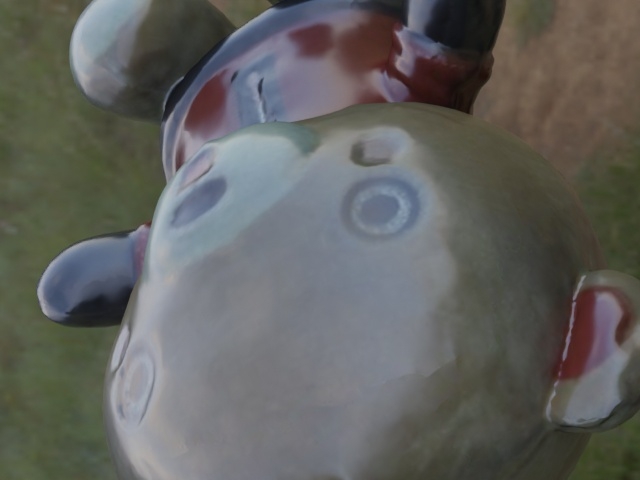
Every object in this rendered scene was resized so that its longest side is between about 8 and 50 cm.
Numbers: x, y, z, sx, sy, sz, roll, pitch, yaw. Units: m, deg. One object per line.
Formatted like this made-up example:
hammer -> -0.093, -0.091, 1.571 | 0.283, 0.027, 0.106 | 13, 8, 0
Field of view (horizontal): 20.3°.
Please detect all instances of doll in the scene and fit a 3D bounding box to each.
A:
doll -> 0.000, 0.000, 0.706 | 0.235, 0.174, 0.330 | -29, 38, 14
